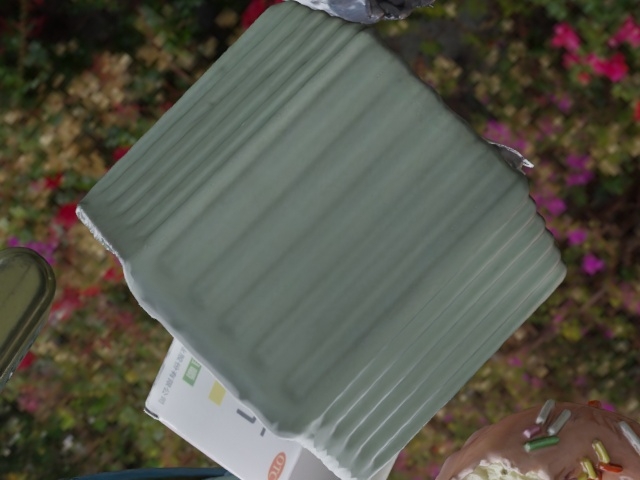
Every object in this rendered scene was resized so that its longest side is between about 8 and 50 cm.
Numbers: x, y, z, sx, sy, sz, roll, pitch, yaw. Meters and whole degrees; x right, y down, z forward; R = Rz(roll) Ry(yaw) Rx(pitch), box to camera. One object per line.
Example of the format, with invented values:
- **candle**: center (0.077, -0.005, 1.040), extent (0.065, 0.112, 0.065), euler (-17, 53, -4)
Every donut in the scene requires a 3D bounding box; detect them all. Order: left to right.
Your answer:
- **donut**: center (0.202, 0.210, 1.027), extent (0.199, 0.085, 0.233), euler (-16, -117, -34)

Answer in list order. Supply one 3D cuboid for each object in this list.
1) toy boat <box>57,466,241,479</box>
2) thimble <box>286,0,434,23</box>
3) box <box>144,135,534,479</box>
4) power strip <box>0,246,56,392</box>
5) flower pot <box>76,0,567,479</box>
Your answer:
- **toy boat**: center (-0.165, 0.284, 1.411), extent (0.332, 0.133, 0.145), euler (-4, -113, -26)
- **thimble**: center (0.012, -0.274, 1.168), extent (0.172, 0.205, 0.236), euler (28, 174, 18)
- **box**: center (0.015, 0.041, 1.226), extent (0.173, 0.332, 0.145), euler (30, -171, 35)
- **power strip**: center (-0.280, 0.172, 0.908), extent (0.066, 0.092, 0.387), euler (34, -110, -4)
- **flower pot**: center (0.000, 0.000, 0.859), extent (0.209, 0.189, 0.239), euler (47, 177, -28)
